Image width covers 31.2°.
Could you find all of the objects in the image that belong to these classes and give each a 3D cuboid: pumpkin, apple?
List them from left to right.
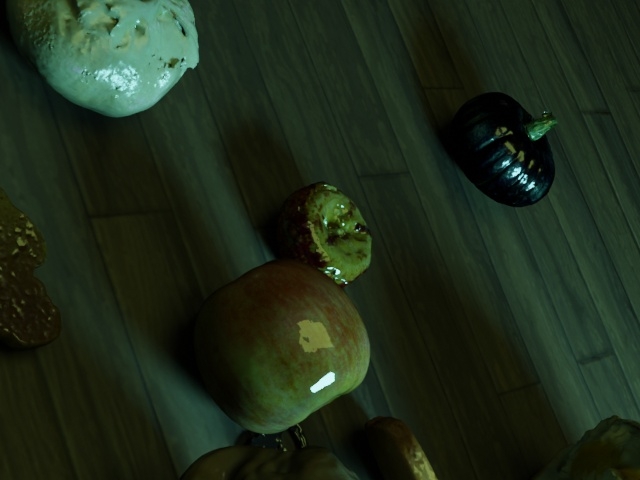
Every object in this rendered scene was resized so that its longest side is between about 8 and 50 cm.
[{"bbox_3d":[-0.046,0.114,1.266,0.188,0.188,0.174,-27,83,-51],"label":"apple"},{"bbox_3d":[0.289,-0.142,1.814,0.194,0.150,0.194,11,55,-17],"label":"pumpkin"}]

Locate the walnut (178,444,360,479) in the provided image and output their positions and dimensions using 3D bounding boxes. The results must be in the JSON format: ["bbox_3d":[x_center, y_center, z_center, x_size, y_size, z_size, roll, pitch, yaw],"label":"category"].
[{"bbox_3d":[-0.062,0.319,1.069,0.273,0.273,0.227,-58,146,-47],"label":"walnut"}]

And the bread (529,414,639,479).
[{"bbox_3d":[0.418,0.458,1.449,0.394,0.250,0.361,58,-2,-5],"label":"bread"}]

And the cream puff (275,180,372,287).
[{"bbox_3d":[0.000,0.000,1.464,0.149,0.084,0.149,27,51,-39],"label":"cream puff"}]

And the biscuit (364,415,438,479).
[{"bbox_3d":[0.109,0.296,1.344,0.036,0.192,0.186,-26,88,-10],"label":"biscuit"}]

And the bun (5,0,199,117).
[{"bbox_3d":[-0.243,-0.257,1.319,0.239,0.141,0.239,28,46,-33],"label":"bun"}]

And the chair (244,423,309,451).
[{"bbox_3d":[0.019,0.303,1.283,0.106,0.113,0.229,-26,90,-52],"label":"chair"}]

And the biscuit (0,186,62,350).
[{"bbox_3d":[-0.370,0.009,1.101,0.290,0.041,0.208,43,43,-21],"label":"biscuit"}]
